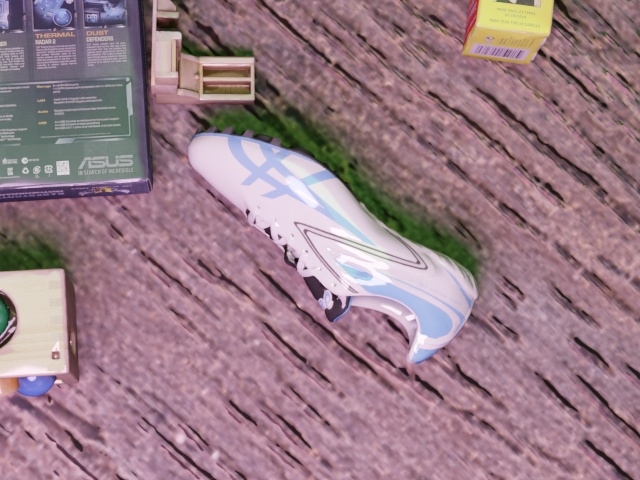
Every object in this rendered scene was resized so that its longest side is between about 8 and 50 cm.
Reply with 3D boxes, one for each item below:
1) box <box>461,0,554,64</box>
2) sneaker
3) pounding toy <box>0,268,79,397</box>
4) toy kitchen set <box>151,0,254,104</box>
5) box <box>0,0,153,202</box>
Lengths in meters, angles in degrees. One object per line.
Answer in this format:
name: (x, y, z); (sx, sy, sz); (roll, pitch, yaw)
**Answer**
box: (0.149, -0.255, 1.230); (0.058, 0.087, 0.232); (7, 82, -2)
sneaker: (0.000, 0.000, 1.178); (0.237, 0.085, 0.086); (34, 75, 2)
pounding toy: (-0.233, 0.076, 1.117); (0.130, 0.141, 0.100); (-3, 82, -5)
toy kitchen set: (-0.084, -0.140, 1.192); (0.075, 0.083, 0.068); (0, 82, -5)
box: (-0.241, -0.119, 1.188); (0.233, 0.059, 0.183); (-4, 82, -5)
